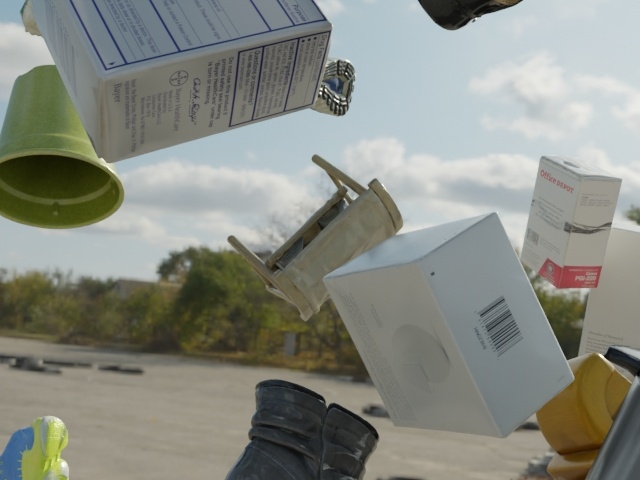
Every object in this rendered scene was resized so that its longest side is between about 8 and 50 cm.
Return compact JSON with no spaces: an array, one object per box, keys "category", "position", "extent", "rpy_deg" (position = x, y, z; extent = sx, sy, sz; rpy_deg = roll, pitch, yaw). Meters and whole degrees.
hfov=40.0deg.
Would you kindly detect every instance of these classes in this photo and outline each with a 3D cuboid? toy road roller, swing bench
[{"category":"toy road roller","position":[0.404,0.318,1.285],"extent":[0.240,0.329,0.202],"rpy_deg":[43,-23,2]},{"category":"swing bench","position":[0.000,0.000,1.649],"extent":[0.165,0.253,0.254],"rpy_deg":[52,-10,-30]}]

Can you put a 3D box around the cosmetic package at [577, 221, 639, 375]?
[{"category":"cosmetic package","position":[0.624,0.153,1.801],"extent":[0.155,0.366,0.197],"rpy_deg":[10,6,20]}]

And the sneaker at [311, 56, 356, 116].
[{"category":"sneaker","position":[-0.070,-0.284,1.496],"extent":[0.147,0.130,0.330],"rpy_deg":[12,-1,27]}]

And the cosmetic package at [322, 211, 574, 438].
[{"category":"cosmetic package","position":[0.149,0.105,1.077],"extent":[0.138,0.224,0.224],"rpy_deg":[-30,8,-29]}]

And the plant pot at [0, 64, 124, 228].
[{"category":"plant pot","position":[-0.534,-0.201,1.766],"extent":[0.275,0.254,0.276],"rpy_deg":[-6,-29,-3]}]

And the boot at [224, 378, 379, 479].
[{"category":"boot","position":[0.037,0.326,1.065],"extent":[0.338,0.223,0.118],"rpy_deg":[41,-43,-17]}]

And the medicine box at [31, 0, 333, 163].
[{"category":"medicine box","position":[-0.175,-0.267,1.076],"extent":[0.289,0.264,0.149],"rpy_deg":[-18,-29,-23]}]

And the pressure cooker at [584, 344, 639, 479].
[{"category":"pressure cooker","position":[0.430,0.263,0.783],"extent":[0.369,0.421,0.375],"rpy_deg":[21,9,-1]}]

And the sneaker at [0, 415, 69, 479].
[{"category":"sneaker","position":[-0.509,0.435,1.549],"extent":[0.126,0.240,0.091],"rpy_deg":[-14,-29,24]}]

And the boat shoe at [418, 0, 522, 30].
[{"category":"boat shoe","position":[0.144,-0.419,1.059],"extent":[0.186,0.500,0.156],"rpy_deg":[32,-58,-31]}]

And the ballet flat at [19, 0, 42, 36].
[{"category":"ballet flat","position":[-0.291,-0.385,1.445],"extent":[0.146,0.147,0.409],"rpy_deg":[-1,18,35]}]

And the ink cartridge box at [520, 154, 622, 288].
[{"category":"ink cartridge box","position":[0.466,-0.038,1.654],"extent":[0.092,0.218,0.158],"rpy_deg":[0,20,-16]}]
